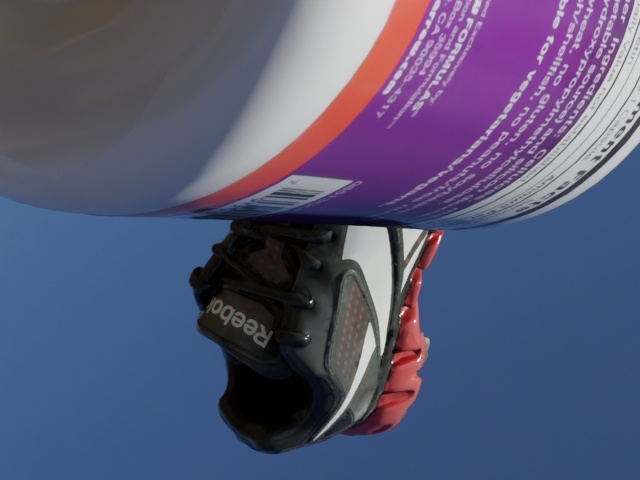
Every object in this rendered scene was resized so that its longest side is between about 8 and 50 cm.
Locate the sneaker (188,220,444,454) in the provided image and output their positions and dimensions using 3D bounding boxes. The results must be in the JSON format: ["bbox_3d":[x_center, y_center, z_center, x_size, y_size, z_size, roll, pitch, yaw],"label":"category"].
[{"bbox_3d":[0.000,0.000,0.940,0.097,0.276,0.135,31,-143,34],"label":"sneaker"}]

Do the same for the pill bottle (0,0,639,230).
[{"bbox_3d":[0.010,-0.095,0.570,0.181,0.181,0.323,-32,165,25],"label":"pill bottle"}]
